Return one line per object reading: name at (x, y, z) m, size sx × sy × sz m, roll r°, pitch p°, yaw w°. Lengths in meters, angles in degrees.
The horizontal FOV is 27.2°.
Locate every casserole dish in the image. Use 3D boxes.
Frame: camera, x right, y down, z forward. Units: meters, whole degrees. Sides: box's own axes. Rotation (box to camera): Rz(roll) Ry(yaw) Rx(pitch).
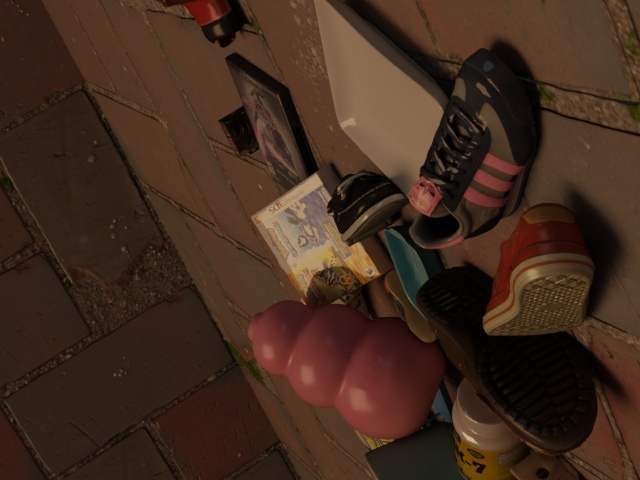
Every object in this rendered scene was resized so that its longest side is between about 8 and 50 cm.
casserole dish at (0.155, 0.050, 2.036) m, size 0.114 × 0.037 × 0.188 m, roll 38°, pitch 155°, yaw 53°

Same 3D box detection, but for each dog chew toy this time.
dog chew toy at (0.038, 0.199, 2.216) m, size 0.332 × 0.206 × 0.206 m, roll 21°, pitch 158°, yaw 6°

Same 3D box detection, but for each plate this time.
plate at (0.099, -0.170, 1.744) m, size 0.278 × 0.045 × 0.277 m, roll 47°, pitch 163°, yaw 33°

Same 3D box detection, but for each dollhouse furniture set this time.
dollhouse furniture set at (0.316, 0.435, 2.003) m, size 0.129 × 0.184 × 0.129 m, roll 44°, pitch 164°, yaw 40°

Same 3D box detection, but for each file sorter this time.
file sorter at (0.149, 0.280, 2.400) m, size 0.170 × 0.104 × 0.118 m, roll 36°, pitch 155°, yaw 54°

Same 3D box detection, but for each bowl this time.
bowl at (0.234, 0.423, 2.214) m, size 0.311 × 0.163 × 0.311 m, roll 48°, pitch -179°, yaw -1°

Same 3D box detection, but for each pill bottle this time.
pill bottle at (0.261, 0.287, 2.022) m, size 0.119 × 0.119 × 0.208 m, roll 48°, pitch 162°, yaw 33°

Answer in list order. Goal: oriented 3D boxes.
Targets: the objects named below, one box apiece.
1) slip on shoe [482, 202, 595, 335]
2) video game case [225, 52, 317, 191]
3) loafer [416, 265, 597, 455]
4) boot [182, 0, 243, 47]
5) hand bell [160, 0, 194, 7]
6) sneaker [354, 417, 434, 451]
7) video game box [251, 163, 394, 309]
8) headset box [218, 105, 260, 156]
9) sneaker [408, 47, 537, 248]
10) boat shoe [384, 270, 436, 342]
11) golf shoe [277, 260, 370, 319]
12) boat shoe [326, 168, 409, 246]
slip on shoe at (0.260, 0.047, 1.587) m, size 0.331 × 0.123 × 0.101 m, roll 85°, pitch -178°, yaw -70°
video game case at (-0.072, -0.182, 2.318) m, size 0.196 × 0.026 × 0.274 m, roll 40°, pitch 158°, yaw 49°
loafer at (0.263, 0.169, 1.791) m, size 0.366 × 0.134 × 0.130 m, roll 55°, pitch 173°, yaw 51°
boot at (-0.219, -0.405, 2.219) m, size 0.244 × 0.088 × 0.176 m, roll 25°, pitch 146°, yaw 58°
hand bell at (-0.088, -0.345, 1.597) m, size 0.126 × 0.242 × 0.126 m, roll 51°, pitch 164°, yaw 22°
sneaker at (0.162, 0.388, 2.505) m, size 0.385 × 0.145 × 0.147 m, roll 42°, pitch 159°, yaw 42°
video game box at (0.000, 0.000, 2.240) m, size 0.187 × 0.048 × 0.205 m, roll -33°, pitch 90°, yaw 44°
headset box at (-0.140, -0.198, 2.427) m, size 0.083 × 0.062 × 0.032 m, roll 64°, pitch 165°, yaw -20°
sneaker at (0.166, -0.087, 1.528) m, size 0.112 × 0.131 × 0.319 m, roll 50°, pitch 164°, yaw 28°
boat shoe at (0.148, 0.111, 2.162) m, size 0.137 × 0.049 × 0.043 m, roll 55°, pitch 169°, yaw 18°
golf shoe at (0.026, 0.080, 2.379) m, size 0.140 × 0.115 × 0.306 m, roll 6°, pitch 137°, yaw 47°
boat shoe at (0.057, -0.055, 1.954) m, size 0.091 × 0.114 × 0.302 m, roll 61°, pitch 170°, yaw 4°
